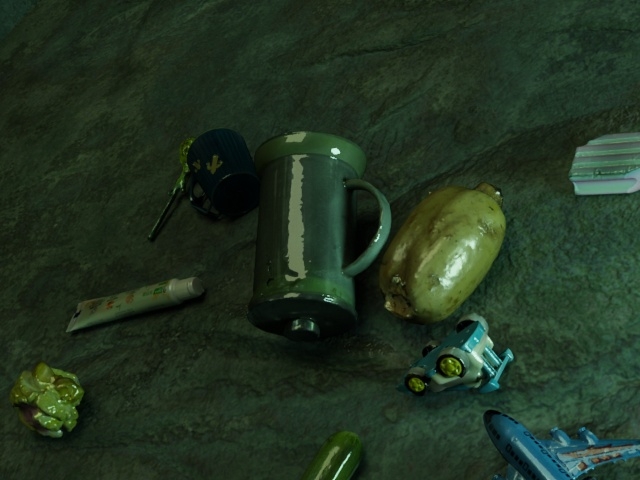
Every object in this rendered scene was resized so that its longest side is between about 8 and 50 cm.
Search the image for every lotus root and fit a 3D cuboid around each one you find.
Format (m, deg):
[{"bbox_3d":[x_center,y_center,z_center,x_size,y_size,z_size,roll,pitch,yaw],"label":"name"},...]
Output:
[{"bbox_3d":[0.205,0.010,1.693,0.160,0.146,0.284,32,66,25],"label":"lotus root"}]

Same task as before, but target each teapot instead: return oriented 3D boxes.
[{"bbox_3d":[0.000,0.000,1.749,0.270,0.200,0.337,-14,60,31],"label":"teapot"}]

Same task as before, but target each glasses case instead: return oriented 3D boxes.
[{"bbox_3d":[0.008,0.034,1.885,0.190,0.042,0.072,-21,33,14],"label":"glasses case"}]

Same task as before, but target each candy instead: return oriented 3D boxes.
[{"bbox_3d":[-0.307,-0.110,2.233,0.077,0.073,0.262,20,66,14],"label":"candy"}]

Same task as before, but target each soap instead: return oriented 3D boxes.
[{"bbox_3d":[0.494,-0.128,1.708,0.149,0.056,0.100,-2,50,33],"label":"soap"}]

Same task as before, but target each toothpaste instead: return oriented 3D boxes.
[{"bbox_3d":[-0.371,0.122,2.040,0.314,0.058,0.056,-14,86,27],"label":"toothpaste"}]

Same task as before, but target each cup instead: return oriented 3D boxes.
[{"bbox_3d":[-0.204,-0.121,2.134,0.176,0.131,0.155,-55,38,20],"label":"cup"}]

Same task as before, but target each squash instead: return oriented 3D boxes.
[{"bbox_3d":[-0.008,0.378,1.521,0.066,0.066,0.229,9,56,40],"label":"squash"}]

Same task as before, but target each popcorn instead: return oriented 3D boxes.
[{"bbox_3d":[-0.500,0.291,1.898,0.126,0.125,0.145,-58,25,-12],"label":"popcorn"}]

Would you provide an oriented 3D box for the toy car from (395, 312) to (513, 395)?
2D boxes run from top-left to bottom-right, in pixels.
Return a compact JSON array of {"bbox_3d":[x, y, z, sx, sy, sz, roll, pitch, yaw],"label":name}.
[{"bbox_3d":[0.201,0.198,1.563,0.161,0.098,0.126,-42,1,34],"label":"toy car"}]

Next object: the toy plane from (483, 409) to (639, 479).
[{"bbox_3d":[0.301,0.315,1.345,0.254,0.105,0.271,-37,38,-6],"label":"toy plane"}]
